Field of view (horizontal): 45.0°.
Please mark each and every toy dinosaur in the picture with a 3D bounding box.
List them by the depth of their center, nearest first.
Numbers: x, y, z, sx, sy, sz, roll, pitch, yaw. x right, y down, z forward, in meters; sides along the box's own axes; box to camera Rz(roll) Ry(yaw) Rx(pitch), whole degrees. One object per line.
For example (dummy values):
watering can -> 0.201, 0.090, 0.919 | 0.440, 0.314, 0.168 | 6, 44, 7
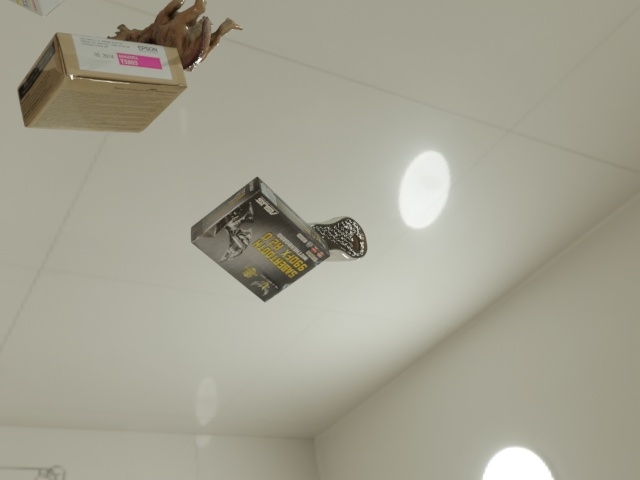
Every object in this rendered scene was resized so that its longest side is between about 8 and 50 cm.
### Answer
toy dinosaur -> -0.278, -0.376, 1.486 | 0.200, 0.127, 0.295 | -52, -141, -5

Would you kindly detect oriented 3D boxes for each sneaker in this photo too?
sneaker -> 0.000, 0.000, 1.807 | 0.123, 0.290, 0.106 | -12, -100, 33

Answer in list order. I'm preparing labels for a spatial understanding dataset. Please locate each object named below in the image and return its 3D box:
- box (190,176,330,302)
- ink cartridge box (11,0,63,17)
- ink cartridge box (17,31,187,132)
box -> -0.121, 0.003, 1.578 | 0.183, 0.231, 0.056 | -36, -145, 15
ink cartridge box -> -0.677, -0.629, 1.784 | 0.127, 0.176, 0.128 | -56, 166, -30
ink cartridge box -> -0.388, -0.273, 1.375 | 0.193, 0.234, 0.088 | -30, -109, 44
